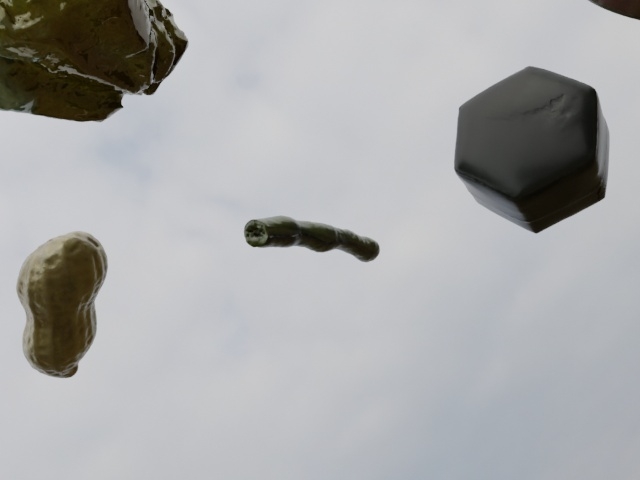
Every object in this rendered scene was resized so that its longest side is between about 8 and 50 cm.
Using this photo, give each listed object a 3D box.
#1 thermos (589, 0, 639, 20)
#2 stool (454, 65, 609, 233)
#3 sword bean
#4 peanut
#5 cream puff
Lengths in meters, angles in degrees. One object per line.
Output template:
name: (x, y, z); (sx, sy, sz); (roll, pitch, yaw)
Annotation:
thermos: (0.429, -0.405, 0.984); (0.177, 0.146, 0.264); (10, -55, -6)
stool: (0.321, -0.137, 1.262); (0.232, 0.232, 0.141); (-44, -35, 3)
sword bean: (0.000, 0.000, 1.061); (0.269, 0.038, 0.043); (10, -81, -55)
peanut: (-0.381, 0.094, 1.215); (0.124, 0.123, 0.256); (-7, -49, -37)
cream puff: (-0.293, -0.318, 1.050); (0.378, 0.276, 0.378); (-62, 3, 6)
